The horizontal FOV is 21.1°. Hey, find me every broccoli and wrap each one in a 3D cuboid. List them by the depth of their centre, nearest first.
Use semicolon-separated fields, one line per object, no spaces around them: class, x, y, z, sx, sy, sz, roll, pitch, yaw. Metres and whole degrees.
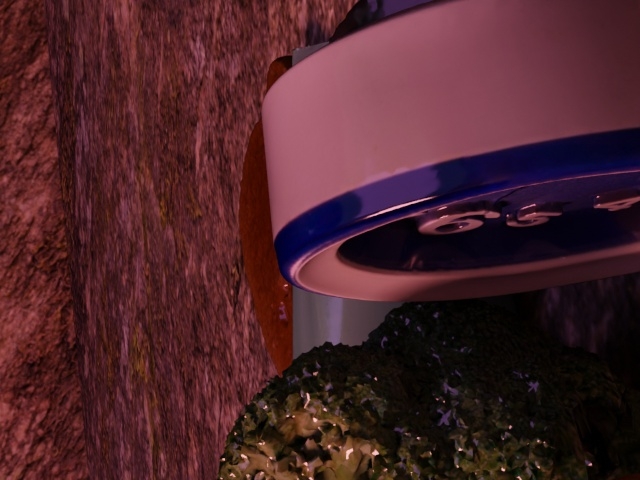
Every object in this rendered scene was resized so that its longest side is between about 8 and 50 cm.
broccoli;0.052;0.156;0.815;0.270;0.270;0.270;117;174;-59

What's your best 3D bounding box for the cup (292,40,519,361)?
cup;0.049;-0.003;1.012;0.134;0.148;0.235;12;-105;-81

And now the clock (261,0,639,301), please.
clock;0.093;-0.036;0.683;0.230;0.230;0.083;135;130;-68

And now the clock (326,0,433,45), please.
clock;0.083;-0.119;0.765;0.040;0.184;0.184;54;158;4

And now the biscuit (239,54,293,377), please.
biscuit;0.002;0.000;1.270;0.273;0.049;0.257;-117;30;-44

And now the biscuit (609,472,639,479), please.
biscuit;0.149;0.182;0.690;0.027;0.188;0.187;-44;-48;-75
